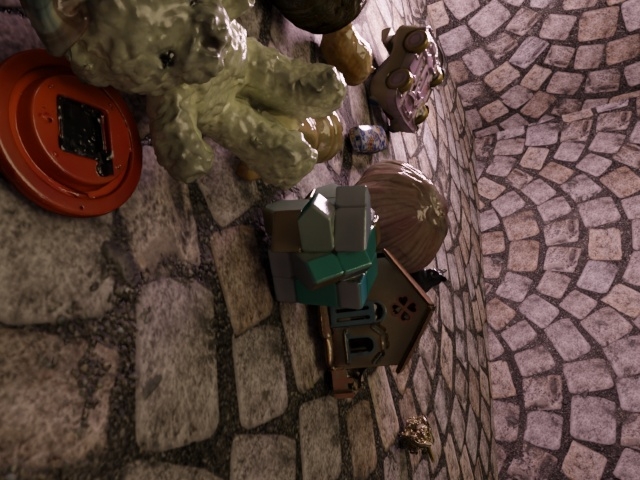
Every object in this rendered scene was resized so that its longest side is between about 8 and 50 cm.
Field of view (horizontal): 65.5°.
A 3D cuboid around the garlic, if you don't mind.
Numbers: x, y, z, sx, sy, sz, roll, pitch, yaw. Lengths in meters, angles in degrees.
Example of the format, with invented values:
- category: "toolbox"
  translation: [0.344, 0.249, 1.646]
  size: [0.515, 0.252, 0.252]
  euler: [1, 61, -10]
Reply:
- category: "garlic"
  translation: [0.217, -0.064, 1.336]
  size: [0.318, 0.259, 0.317]
  euler: [11, 70, -34]

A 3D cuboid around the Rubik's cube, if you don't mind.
- category: "Rubik's cube"
  translation: [0.000, 0.000, 0.961]
  size: [0.265, 0.225, 0.212]
  euler: [-57, 145, -57]

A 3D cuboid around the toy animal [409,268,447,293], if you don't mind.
- category: "toy animal"
  translation: [0.265, 0.143, 1.419]
  size: [0.117, 0.210, 0.121]
  euler: [69, 28, -23]

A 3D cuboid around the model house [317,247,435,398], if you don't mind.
- category: "model house"
  translation: [0.131, 0.173, 1.101]
  size: [0.169, 0.245, 0.325]
  euler: [34, 50, -70]

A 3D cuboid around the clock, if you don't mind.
- category: "clock"
  translation: [-0.299, -0.128, 0.602]
  size: [0.205, 0.051, 0.205]
  euler: [36, 48, -53]

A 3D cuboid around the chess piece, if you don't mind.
- category: "chess piece"
  translation: [-0.066, -0.205, 1.004]
  size: [0.301, 0.137, 0.137]
  euler: [-32, 108, -60]

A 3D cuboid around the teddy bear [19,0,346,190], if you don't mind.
- category: "teddy bear"
  translation: [-0.128, -0.230, 0.639]
  size: [0.327, 0.376, 0.362]
  euler: [-65, -168, -1]

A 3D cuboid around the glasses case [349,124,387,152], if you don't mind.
- category: "glasses case"
  translation: [0.152, -0.312, 1.537]
  size: [0.248, 0.065, 0.086]
  euler: [-26, 106, -64]

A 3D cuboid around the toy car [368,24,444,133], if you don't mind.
- category: "toy car"
  translation: [0.283, -0.580, 1.782]
  size: [0.242, 0.227, 0.335]
  euler: [37, 74, -54]

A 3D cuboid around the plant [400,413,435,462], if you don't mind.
- category: "plant"
  translation: [0.296, 0.568, 1.421]
  size: [0.122, 0.105, 0.116]
  euler: [51, 33, -9]

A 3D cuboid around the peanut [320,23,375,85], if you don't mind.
- category: "peanut"
  translation: [0.077, -0.528, 1.407]
  size: [0.224, 0.129, 0.129]
  euler: [30, 54, -54]

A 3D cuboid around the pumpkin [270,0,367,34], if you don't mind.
- category: "pumpkin"
  translation: [-0.015, -0.624, 1.195]
  size: [0.325, 0.242, 0.232]
  euler: [-33, 143, -37]
